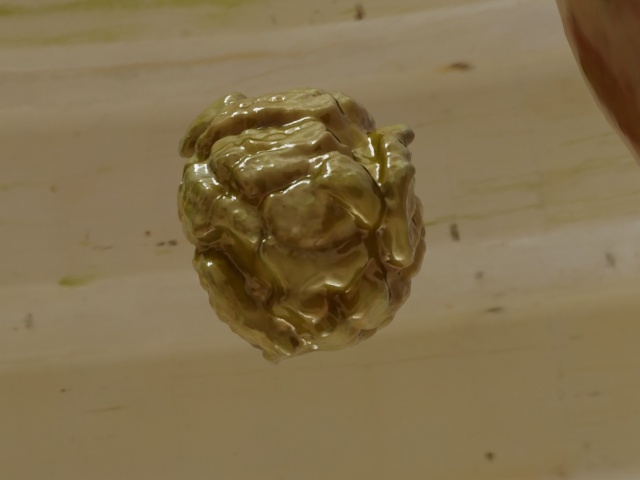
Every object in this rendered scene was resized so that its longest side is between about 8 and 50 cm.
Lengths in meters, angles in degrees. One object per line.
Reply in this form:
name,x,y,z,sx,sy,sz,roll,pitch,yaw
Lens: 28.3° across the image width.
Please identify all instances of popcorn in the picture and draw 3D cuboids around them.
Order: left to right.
popcorn,-0.006,-0.018,0.727,0.194,0.140,0.163,0,-107,-81

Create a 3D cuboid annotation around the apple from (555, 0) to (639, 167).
apple,0.257,-0.127,0.379,0.391,0.346,0.391,-30,-44,-34
